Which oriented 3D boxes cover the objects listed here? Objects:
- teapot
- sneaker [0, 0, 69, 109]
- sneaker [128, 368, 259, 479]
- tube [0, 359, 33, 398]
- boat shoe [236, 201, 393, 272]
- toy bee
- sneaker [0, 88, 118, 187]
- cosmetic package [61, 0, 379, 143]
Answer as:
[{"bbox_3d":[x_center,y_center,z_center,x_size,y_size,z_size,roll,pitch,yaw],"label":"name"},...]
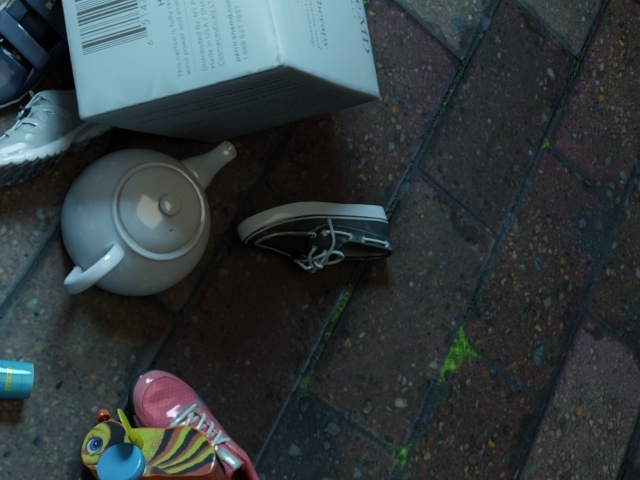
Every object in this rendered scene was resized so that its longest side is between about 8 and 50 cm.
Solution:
[{"bbox_3d":[-0.272,-0.033,1.625,0.253,0.187,0.256,6,78,-30],"label":"teapot"},{"bbox_3d":[-0.434,-0.337,1.623,0.126,0.127,0.321,43,63,-19],"label":"sneaker"},{"bbox_3d":[-0.173,0.323,1.645,0.116,0.136,0.314,-42,103,-32],"label":"sneaker"},{"bbox_3d":[-0.522,0.196,1.511,0.207,0.052,0.080,6,72,-24],"label":"tube"},{"bbox_3d":[-0.002,0.002,1.830,0.306,0.113,0.105,1,65,-41],"label":"boat shoe"},{"bbox_3d":[-0.291,0.312,1.554,0.298,0.195,0.162,2,46,-8],"label":"toy bee"},{"bbox_3d":[-0.434,-0.171,1.616,0.281,0.105,0.115,-35,91,-43],"label":"sneaker"},{"bbox_3d":[-0.147,-0.351,1.589,0.394,0.327,0.329,-3,82,-68],"label":"cosmetic package"}]
